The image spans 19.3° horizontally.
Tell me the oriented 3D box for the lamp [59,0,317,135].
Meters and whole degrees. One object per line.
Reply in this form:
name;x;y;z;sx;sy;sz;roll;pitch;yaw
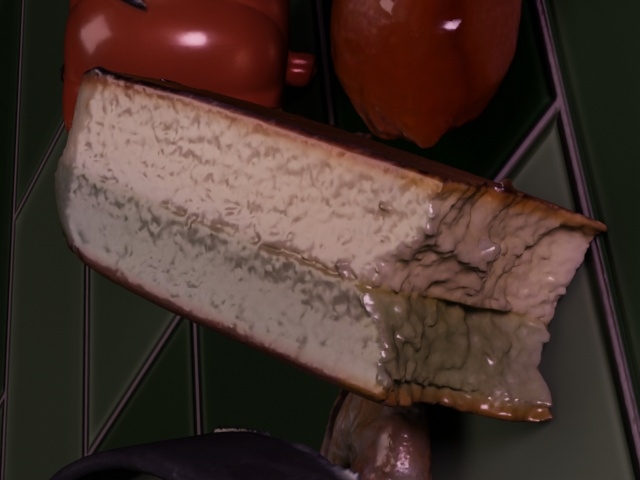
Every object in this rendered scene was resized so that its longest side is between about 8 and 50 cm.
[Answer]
lamp;-0.083;-0.117;1.223;0.187;0.164;0.187;-176;90;-89

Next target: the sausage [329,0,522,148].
sausage;0.068;-0.222;0.951;0.097;0.094;0.348;13;101;26

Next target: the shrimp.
shrimp;0.012;0.169;0.957;0.126;0.047;0.223;-164;87;-71

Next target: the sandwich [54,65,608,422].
sandwich;0.000;0.000;0.860;0.186;0.220;0.108;28;101;68

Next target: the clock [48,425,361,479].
clock;-0.060;0.279;0.877;0.386;0.076;0.386;-5;84;55
